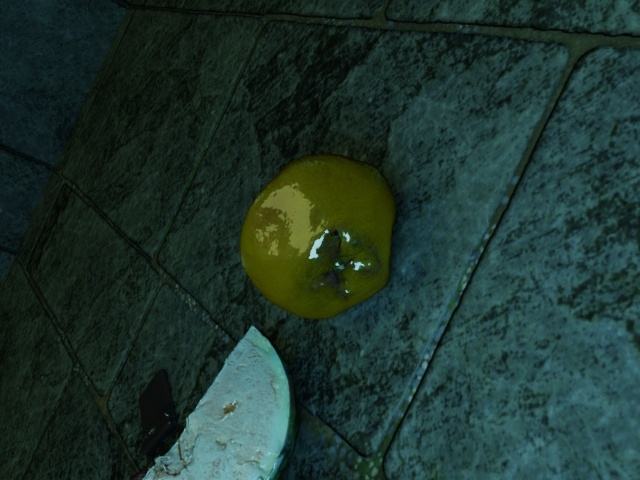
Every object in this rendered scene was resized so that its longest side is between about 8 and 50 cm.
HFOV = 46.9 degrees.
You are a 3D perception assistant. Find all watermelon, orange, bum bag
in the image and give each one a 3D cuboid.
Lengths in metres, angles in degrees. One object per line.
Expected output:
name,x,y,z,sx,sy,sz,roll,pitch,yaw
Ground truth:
watermelon,-0.127,0.294,1.125,0.305,0.180,0.224,-58,18,-20
orange,0.000,0.000,1.067,0.249,0.249,0.183,-58,18,11
bum bag,-0.339,0.349,1.509,0.109,0.026,0.159,-52,37,20

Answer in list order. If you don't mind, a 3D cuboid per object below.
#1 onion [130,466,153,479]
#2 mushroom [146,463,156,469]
onion,-0.260,0.490,1.208,0.163,0.230,0.230,19,85,17
mushroom,-0.335,0.573,1.370,0.068,0.043,0.306,140,140,-61
